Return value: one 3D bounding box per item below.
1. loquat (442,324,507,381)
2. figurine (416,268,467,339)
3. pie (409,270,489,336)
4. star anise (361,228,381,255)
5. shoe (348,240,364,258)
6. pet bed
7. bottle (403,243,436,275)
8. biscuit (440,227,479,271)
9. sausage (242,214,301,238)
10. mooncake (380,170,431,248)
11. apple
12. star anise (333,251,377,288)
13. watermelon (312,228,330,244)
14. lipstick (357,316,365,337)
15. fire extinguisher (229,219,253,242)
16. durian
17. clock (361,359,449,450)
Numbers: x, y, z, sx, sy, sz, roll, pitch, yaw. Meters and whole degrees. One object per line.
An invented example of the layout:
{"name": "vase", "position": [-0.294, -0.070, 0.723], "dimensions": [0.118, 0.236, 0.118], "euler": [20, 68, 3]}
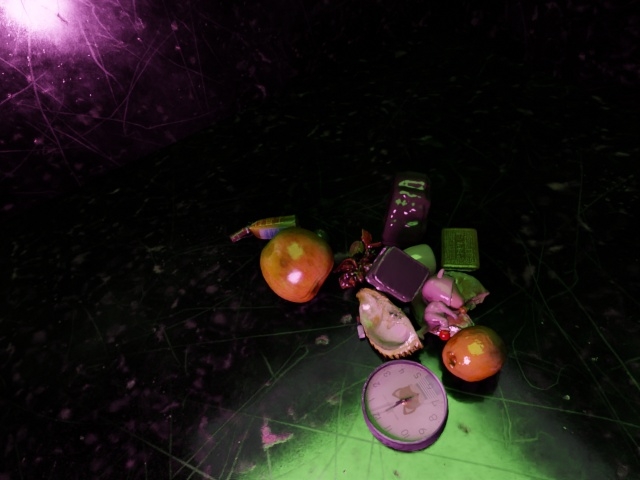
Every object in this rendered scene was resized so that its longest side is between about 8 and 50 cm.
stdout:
{"name": "loquat", "position": [0.573, 0.416, 1.559], "dimensions": [0.238, 0.238, 0.193], "euler": [-18, 54, -2]}
{"name": "figurine", "position": [0.488, 0.266, 1.684], "dimensions": [0.186, 0.176, 0.287], "euler": [16, 64, 12]}
{"name": "pie", "position": [0.545, 0.261, 1.805], "dimensions": [0.338, 0.075, 0.337], "euler": [-11, 46, 11]}
{"name": "star anise", "position": [0.271, 0.021, 2.057], "dimensions": [0.144, 0.158, 0.140], "euler": [-10, 44, -29]}
{"name": "shoe", "position": [0.177, 0.056, 2.079], "dimensions": [0.072, 0.069, 0.109], "euler": [-21, 34, 28]}
{"name": "pet bed", "position": [0.314, 0.143, 1.726], "dimensions": [0.211, 0.159, 0.183], "euler": [32, 82, 1]}
{"name": "bottle", "position": [0.375, 0.107, 1.856], "dimensions": [0.237, 0.147, 0.147], "euler": [-11, 47, -7]}
{"name": "biscuit", "position": [0.663, 0.038, 2.000], "dimensions": [0.172, 0.029, 0.254], "euler": [1, 50, 14]}
{"name": "sausage", "position": [-0.264, -0.070, 2.262], "dimensions": [0.318, 0.117, 0.125], "euler": [-4, 15, 10]}
{"name": "mooncake", "position": [0.422, -0.157, 2.040], "dimensions": [0.212, 0.350, 0.381], "euler": [8, 61, 9]}
{"name": "apple", "position": [-0.111, 0.107, 1.931], "dimensions": [0.340, 0.339, 0.339], "euler": [-7, 48, 8]}
{"name": "star anise", "position": [0.173, 0.137, 1.949], "dimensions": [0.220, 0.126, 0.190], "euler": [-33, 45, 4]}
{"name": "watermelon", "position": [0.000, 0.000, 2.137], "dimensions": [0.105, 0.105, 0.133], "euler": [-22, 28, -6]}
{"name": "lipstick", "position": [0.173, 0.373, 1.828], "dimensions": [0.025, 0.025, 0.107], "euler": [-10, 42, 3]}
{"name": "fire extinguisher", "position": [-0.425, -0.043, 2.328], "dimensions": [0.157, 0.045, 0.078], "euler": [-35, 79, -18]}
{"name": "durian", "position": [0.260, 0.339, 1.721], "dimensions": [0.163, 0.198, 0.394], "euler": [-31, 48, -12]}
{"name": "clock", "position": [0.313, 0.602, 1.565], "dimensions": [0.325, 0.067, 0.325], "euler": [-6, 49, 7]}
